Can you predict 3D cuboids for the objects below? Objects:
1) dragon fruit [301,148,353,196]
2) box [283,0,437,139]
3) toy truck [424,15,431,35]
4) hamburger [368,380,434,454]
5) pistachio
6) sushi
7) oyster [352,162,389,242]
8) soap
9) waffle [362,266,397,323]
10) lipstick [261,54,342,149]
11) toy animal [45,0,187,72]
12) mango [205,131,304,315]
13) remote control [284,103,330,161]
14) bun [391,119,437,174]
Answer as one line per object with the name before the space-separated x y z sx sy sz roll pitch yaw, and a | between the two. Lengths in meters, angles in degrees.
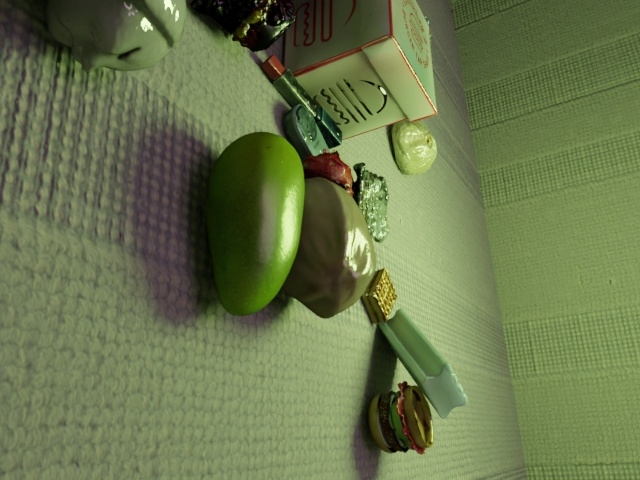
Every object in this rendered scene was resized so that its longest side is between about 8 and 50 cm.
dragon fruit | 0.024 -0.159 1.243 0.153 0.153 0.111 45 65 -46
box | 0.106 -0.488 1.420 0.314 0.299 0.313 38 46 -52
toy truck | 0.291 -0.616 1.635 0.076 0.076 0.111 -4 82 -63
hamburger | 0.189 0.438 1.326 0.175 0.136 0.175 48 30 -40
pistachio | 0.000 0.000 1.119 0.226 0.207 0.332 111 -28 -51
sushi | -0.138 -0.472 1.114 0.150 0.153 0.172 45 15 -13
oyster | 0.126 -0.101 1.479 0.267 0.112 0.199 30 58 -69
soap | 0.263 0.315 1.438 0.160 0.087 0.265 58 -3 -31
waffle | 0.165 0.151 1.517 0.103 0.042 0.148 65 29 -18
lipstick | -0.045 -0.338 1.341 0.312 0.051 0.051 42 44 -45
toy animal | -0.283 -0.343 0.713 0.206 0.271 0.265 -62 151 -18
mango | -0.116 -0.035 0.948 0.192 0.155 0.343 37 49 -48
remote control | -0.015 -0.212 1.334 0.247 0.052 0.104 62 29 -24
bun | 0.344 -0.349 1.989 0.220 0.134 0.221 27 57 -52
